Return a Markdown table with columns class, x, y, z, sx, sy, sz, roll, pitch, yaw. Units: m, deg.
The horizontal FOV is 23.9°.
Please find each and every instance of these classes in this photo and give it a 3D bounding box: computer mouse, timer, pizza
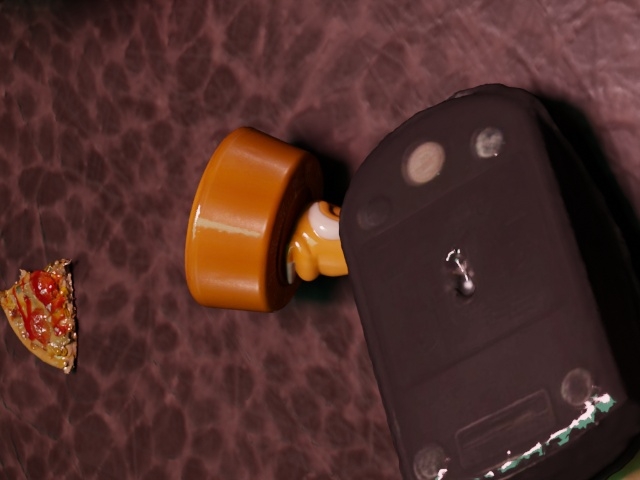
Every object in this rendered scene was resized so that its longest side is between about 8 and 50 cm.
| class | x | y | z | sx | sy | sz | roll | pitch | yaw |
| --- | --- | --- | --- | --- | --- | --- | --- | --- | --- |
| computer mouse | 0.113 | 0.039 | 0.937 | 0.170 | 0.100 | 0.269 | -32 | 53 | 30 |
| timer | 0.000 | 0.000 | 1.053 | 0.152 | 0.132 | 0.132 | 14 | 106 | 16 |
| pizza | -0.253 | 0.060 | 1.317 | 0.099 | 0.029 | 0.100 | 9 | 101 | 40 |

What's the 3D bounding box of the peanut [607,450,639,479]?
| class | x | y | z | sx | sy | sz | roll | pitch | yaw |
| --- | --- | --- | --- | --- | --- | --- | --- | --- | --- |
| peanut | 0.205 | 0.228 | 0.905 | 0.117 | 0.101 | 0.263 | -8 | 90 | 21 |
